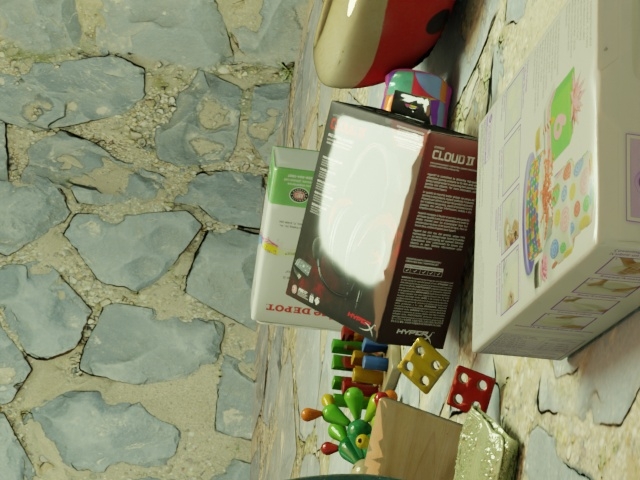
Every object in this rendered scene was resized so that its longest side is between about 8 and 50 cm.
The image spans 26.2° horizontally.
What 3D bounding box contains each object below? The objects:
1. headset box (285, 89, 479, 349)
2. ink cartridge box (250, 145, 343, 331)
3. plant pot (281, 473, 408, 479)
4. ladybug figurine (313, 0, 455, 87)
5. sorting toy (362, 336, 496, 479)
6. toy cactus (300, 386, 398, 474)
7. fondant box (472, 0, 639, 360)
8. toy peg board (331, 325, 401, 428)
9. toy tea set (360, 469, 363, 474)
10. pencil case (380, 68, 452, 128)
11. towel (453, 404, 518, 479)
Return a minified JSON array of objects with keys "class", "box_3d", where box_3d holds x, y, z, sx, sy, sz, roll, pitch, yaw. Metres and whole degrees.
[{"class":"headset box","box_3d":[0.085,-0.038,1.707,0.218,0.110,0.293,26,105,54]},{"class":"ink cartridge box","box_3d":[0.000,0.000,2.287,0.117,0.201,0.278,-100,18,-67]},{"class":"plant pot","box_3d":[0.003,0.456,1.332,0.341,0.341,0.334,107,158,-50]},{"class":"ladybug figurine","box_3d":[0.099,-0.355,1.963,0.449,0.162,0.305,-166,92,-85]},{"class":"sorting toy","box_3d":[0.121,0.248,1.549,0.046,0.132,0.274,-4,-72,-60]},{"class":"toy cactus","box_3d":[0.055,0.305,2.016,0.219,0.112,0.180,-24,74,58]},{"class":"fondant box","box_3d":[0.219,-0.052,1.170,0.330,0.096,0.238,116,159,-69]},{"class":"toy peg board","box_3d":[0.066,0.178,2.115,0.160,0.079,0.161,105,168,-47]},{"class":"toy tea set","box_3d":[0.080,0.407,1.647,0.200,0.124,0.336,109,166,-56]},{"class":"pencil case","box_3d":[0.125,-0.116,1.898,0.104,0.104,0.236,154,123,-80]},{"class":"towel","box_3d":[0.168,0.258,1.446,0.110,0.027,0.148,-143,60,-69]}]
